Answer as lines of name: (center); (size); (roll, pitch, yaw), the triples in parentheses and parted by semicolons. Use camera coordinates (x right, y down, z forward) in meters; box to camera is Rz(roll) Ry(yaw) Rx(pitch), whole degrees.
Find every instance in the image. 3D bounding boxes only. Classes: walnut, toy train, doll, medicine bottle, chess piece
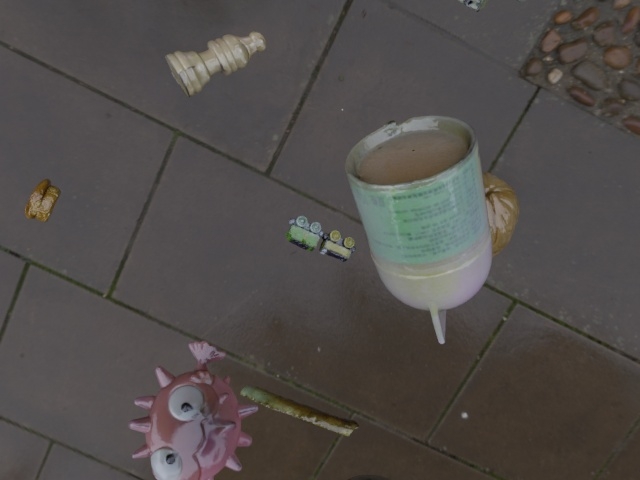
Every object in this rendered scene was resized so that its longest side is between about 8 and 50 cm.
walnut: (0.528, -0.078, 1.708); (0.252, 0.313, 0.277); (-38, 70, -18)
toy train: (0.000, 0.000, 1.388); (0.202, 0.060, 0.081); (24, 72, -7)
doll: (-0.214, 0.304, 0.858); (0.211, 0.093, 0.262); (17, 64, -16)
medicine bottle: (0.210, -0.009, 0.982); (0.235, 0.236, 0.406); (-17, 126, 7)
chess piece: (-0.318, -0.582, 1.584); (0.307, 0.139, 0.124); (-30, 136, -12)

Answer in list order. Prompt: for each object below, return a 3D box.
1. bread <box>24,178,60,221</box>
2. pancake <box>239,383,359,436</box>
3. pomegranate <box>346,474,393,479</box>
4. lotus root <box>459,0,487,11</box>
bread: (-0.529, -0.074, 0.954); (0.046, 0.081, 0.083); (25, 127, -24)
pancake: (-0.067, 0.481, 1.431); (0.376, 0.197, 0.054); (15, 70, 20)
pomegranate: (0.078, 0.341, 0.519); (0.181, 0.181, 0.224); (46, 137, -9)
lotus root: (0.310, -0.575, 1.070); (0.143, 0.144, 0.070); (30, 140, 0)
